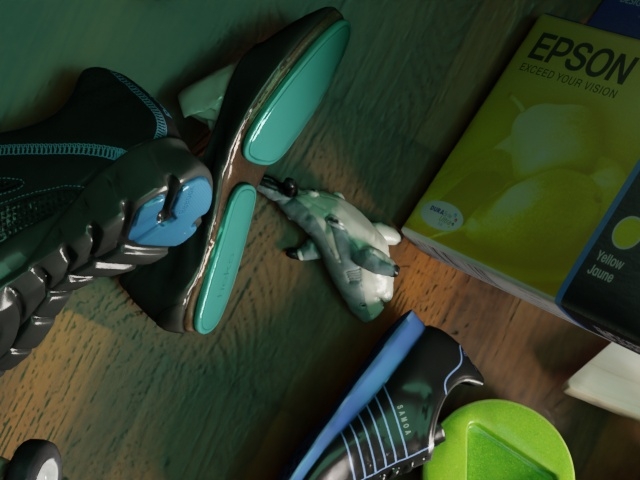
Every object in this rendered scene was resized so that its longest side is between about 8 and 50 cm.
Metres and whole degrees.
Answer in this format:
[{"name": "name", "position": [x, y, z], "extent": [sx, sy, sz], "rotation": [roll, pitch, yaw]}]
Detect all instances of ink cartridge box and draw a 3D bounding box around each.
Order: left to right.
[{"name": "ink cartridge box", "position": [0.248, -0.080, 1.244], "extent": [0.072, 0.303, 0.307], "rotation": [34, 85, -38]}]

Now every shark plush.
[{"name": "shark plush", "position": [0.000, 0.000, 1.301], "extent": [0.161, 0.073, 0.067], "rotation": [35, 115, -24]}]

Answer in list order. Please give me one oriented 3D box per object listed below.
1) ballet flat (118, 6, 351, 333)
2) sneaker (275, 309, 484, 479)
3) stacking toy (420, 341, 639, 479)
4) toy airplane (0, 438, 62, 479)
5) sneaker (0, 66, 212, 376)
[{"name": "ballet flat", "position": [-0.077, -0.065, 1.241], "extent": [0.096, 0.095, 0.280], "rotation": [26, 90, 17]}, {"name": "sneaker", "position": [0.039, 0.170, 1.310], "extent": [0.090, 0.081, 0.232], "rotation": [38, 82, -2]}, {"name": "stacking toy", "position": [0.228, 0.253, 1.406], "extent": [0.309, 0.130, 0.279], "rotation": [-27, 78, -17]}, {"name": "toy airplane", "position": [-0.266, 0.338, 1.078], "extent": [0.384, 0.272, 0.386], "rotation": [44, 126, -13]}, {"name": "sneaker", "position": [-0.247, 0.007, 1.196], "extent": [0.341, 0.125, 0.139], "rotation": [-32, 66, -2]}]
